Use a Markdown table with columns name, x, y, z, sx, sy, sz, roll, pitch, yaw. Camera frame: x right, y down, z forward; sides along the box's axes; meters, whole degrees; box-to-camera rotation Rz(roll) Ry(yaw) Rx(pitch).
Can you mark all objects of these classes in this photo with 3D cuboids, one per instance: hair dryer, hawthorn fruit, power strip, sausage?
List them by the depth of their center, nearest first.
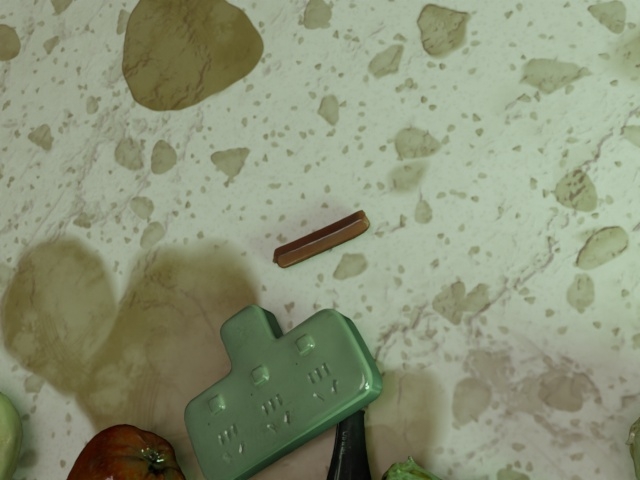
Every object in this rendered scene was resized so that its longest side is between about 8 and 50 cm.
| name | x | y | z | sx | sy | sz | roll | pitch | yaw |
| --- | --- | --- | --- | --- | --- | --- | --- | --- | --- |
| hair dryer | -0.034 | 0.319 | 0.897 | 0.219 | 0.075 | 0.196 | -9 | 64 | 22 |
| hawthorn fruit | -0.272 | 0.344 | 0.914 | 0.203 | 0.162 | 0.163 | -47 | 68 | 17 |
| power strip | -0.067 | 0.178 | 0.921 | 0.265 | 0.059 | 0.194 | -36 | 59 | 13 |
| sausage | 0.000 | 0.000 | 0.975 | 0.147 | 0.035 | 0.030 | -24 | 74 | 11 |

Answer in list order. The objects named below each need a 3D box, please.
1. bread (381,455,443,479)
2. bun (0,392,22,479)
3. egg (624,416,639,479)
| name | x | y | z | sx | sy | sz | roll | pitch | yaw |
| --- | --- | --- | --- | --- | --- | --- | --- | --- | --- |
| bread | 0.088 | 0.387 | 0.789 | 0.098 | 0.087 | 0.270 | 19 | 102 | 49 |
| bun | -0.541 | 0.308 | 1.003 | 0.229 | 0.145 | 0.230 | 7 | 57 | -12 |
| egg | 0.442 | 0.240 | 0.700 | 0.244 | 0.201 | 0.201 | 0 | 76 | 4 |
